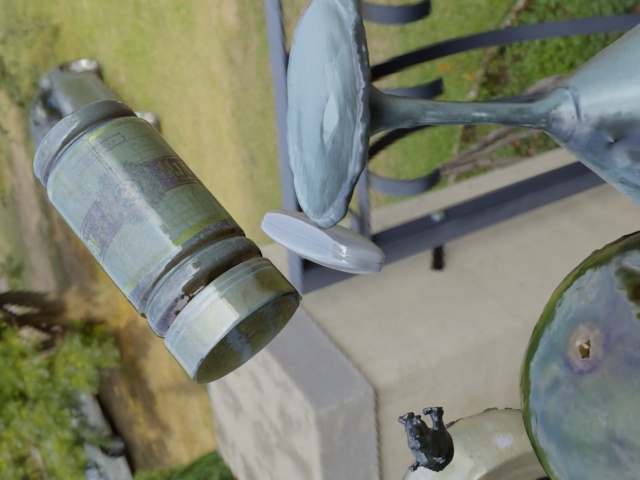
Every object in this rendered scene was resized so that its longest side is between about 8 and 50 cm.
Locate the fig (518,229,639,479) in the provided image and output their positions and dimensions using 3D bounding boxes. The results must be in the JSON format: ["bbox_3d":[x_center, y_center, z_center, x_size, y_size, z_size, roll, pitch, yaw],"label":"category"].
[{"bbox_3d":[0.238,0.090,0.651,0.195,0.245,0.195,-7,79,43],"label":"fig"}]

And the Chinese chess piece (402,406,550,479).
[{"bbox_3d":[0.214,0.329,1.237,0.104,0.257,0.257,-140,38,-59],"label":"Chinese chess piece"}]

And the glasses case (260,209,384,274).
[{"bbox_3d":[0.000,0.000,1.425,0.233,0.092,0.059,24,100,53],"label":"glasses case"}]

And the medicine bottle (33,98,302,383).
[{"bbox_3d":[-0.180,-0.005,1.163,0.322,0.151,0.151,48,151,18],"label":"medicine bottle"}]

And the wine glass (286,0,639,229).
[{"bbox_3d":[0.187,-0.111,0.916,0.267,0.406,0.267,178,90,-73],"label":"wine glass"}]

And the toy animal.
[{"bbox_3d":[0.107,0.199,1.019,0.135,0.047,0.065,51,-157,-72],"label":"toy animal"}]
